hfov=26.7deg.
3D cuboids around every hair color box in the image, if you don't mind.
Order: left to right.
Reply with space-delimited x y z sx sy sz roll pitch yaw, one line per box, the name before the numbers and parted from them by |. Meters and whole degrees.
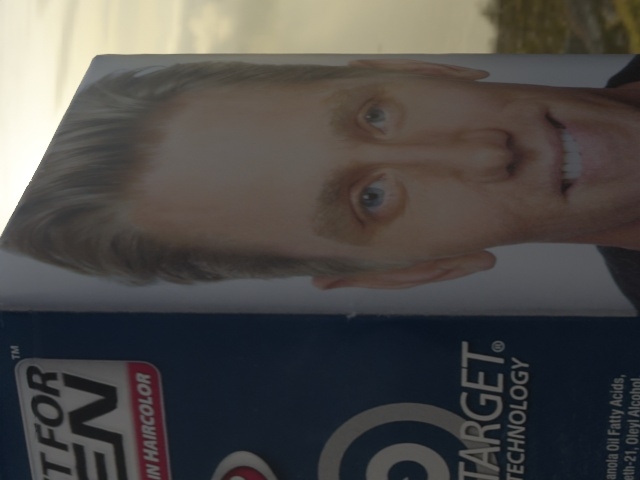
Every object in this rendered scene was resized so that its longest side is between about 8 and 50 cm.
hair color box | 0.084 0.018 0.430 0.174 0.347 0.105 -84 -7 -60
